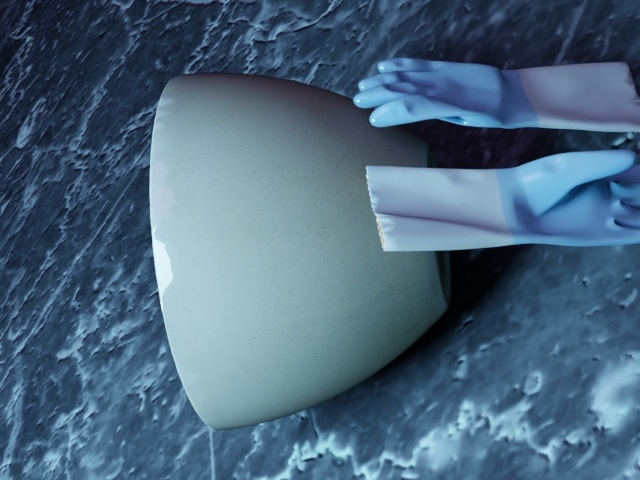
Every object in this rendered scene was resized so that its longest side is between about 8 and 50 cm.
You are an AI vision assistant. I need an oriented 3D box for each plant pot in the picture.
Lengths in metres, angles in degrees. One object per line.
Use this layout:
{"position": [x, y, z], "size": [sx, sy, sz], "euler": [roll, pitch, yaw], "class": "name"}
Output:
{"position": [0.000, 0.000, 1.118], "size": [0.191, 0.284, 0.284], "euler": [-6, 49, 10], "class": "plant pot"}

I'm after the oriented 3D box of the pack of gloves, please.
{"position": [0.145, -0.079, 1.032], "size": [0.046, 0.232, 0.195], "euler": [100, 165, -47], "class": "pack of gloves"}
